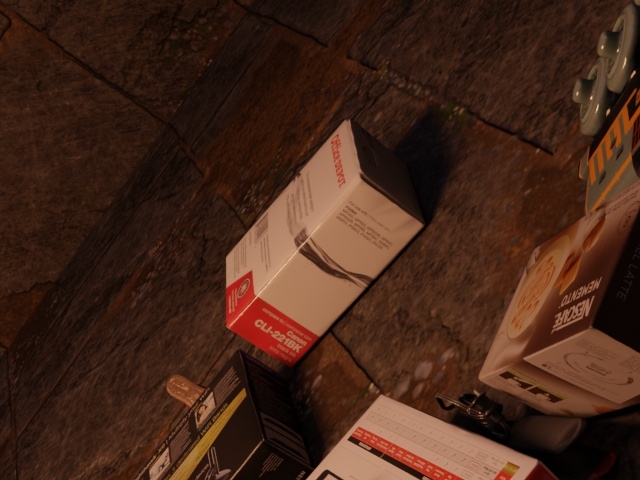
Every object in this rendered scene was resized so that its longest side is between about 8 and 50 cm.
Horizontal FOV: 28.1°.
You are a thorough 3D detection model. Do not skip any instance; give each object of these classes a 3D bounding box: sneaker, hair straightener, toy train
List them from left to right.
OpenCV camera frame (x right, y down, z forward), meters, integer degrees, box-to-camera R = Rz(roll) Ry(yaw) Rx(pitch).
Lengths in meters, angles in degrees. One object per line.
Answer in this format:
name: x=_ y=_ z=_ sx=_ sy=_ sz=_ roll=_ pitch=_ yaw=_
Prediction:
sneaker: x=-0.160 y=0.232 z=1.804 sx=0.118 sy=0.067 sz=0.042 roll=32 pitch=85 yaw=39
hair straightener: x=0.166 y=0.156 z=1.130 sx=0.047 sy=0.089 sz=0.230 roll=-44 pitch=16 yaw=-12
toy train: x=0.292 y=-0.100 z=1.053 sx=0.334 sy=0.142 sz=0.190 roll=104 pitch=178 yaw=-69

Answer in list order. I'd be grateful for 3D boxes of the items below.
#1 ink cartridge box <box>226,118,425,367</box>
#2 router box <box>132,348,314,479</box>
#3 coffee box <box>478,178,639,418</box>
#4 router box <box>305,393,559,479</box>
ink cartridge box: x=0.000 y=0.000 z=1.686 sx=0.273 sy=0.114 sz=0.197 roll=-49 pitch=21 yaw=19
router box: x=-0.148 y=0.316 z=1.580 sx=0.309 sy=0.081 sz=0.243 roll=-51 pitch=21 yaw=11
coffee box: x=0.232 y=0.054 z=1.025 sx=0.141 sy=0.098 sz=0.246 roll=-64 pitch=4 yaw=-17
router box: x=0.040 y=0.291 z=1.097 sx=0.301 sy=0.082 sz=0.335 roll=-47 pitch=15 yaw=-10
